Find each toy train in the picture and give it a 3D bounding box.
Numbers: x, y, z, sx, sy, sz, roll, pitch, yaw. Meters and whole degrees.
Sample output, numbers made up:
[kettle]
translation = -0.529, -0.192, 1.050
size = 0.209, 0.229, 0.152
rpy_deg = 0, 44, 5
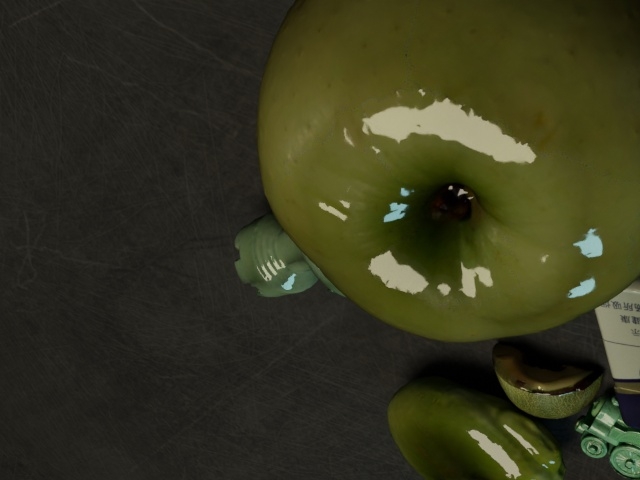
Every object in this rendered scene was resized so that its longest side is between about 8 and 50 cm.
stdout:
[toy train]
translation = 0.440, 0.277, 1.902
size = 0.178, 0.071, 0.104
rpy_deg = 27, 134, 10

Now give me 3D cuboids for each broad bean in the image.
[broad bean]
translation = 0.228, 0.301, 2.041
size = 0.291, 0.119, 0.238
rpy_deg = 14, 146, 35

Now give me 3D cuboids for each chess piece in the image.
[chess piece]
translation = 0.000, 0.000, 1.885
size = 0.194, 0.194, 0.299
rpy_deg = 48, 150, -14

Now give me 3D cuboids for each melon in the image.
[melon]
translation = 0.309, 0.213, 1.930
size = 0.160, 0.079, 0.128
rpy_deg = 12, 140, 28

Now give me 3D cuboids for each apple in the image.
[apple]
translation = 0.165, -0.137, 1.399
size = 0.474, 0.473, 0.473
rpy_deg = 22, 140, 19

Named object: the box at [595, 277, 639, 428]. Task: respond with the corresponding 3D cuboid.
[box]
translation = 0.446, 0.139, 1.751
size = 0.168, 0.071, 0.259
rpy_deg = 5, 131, 34
